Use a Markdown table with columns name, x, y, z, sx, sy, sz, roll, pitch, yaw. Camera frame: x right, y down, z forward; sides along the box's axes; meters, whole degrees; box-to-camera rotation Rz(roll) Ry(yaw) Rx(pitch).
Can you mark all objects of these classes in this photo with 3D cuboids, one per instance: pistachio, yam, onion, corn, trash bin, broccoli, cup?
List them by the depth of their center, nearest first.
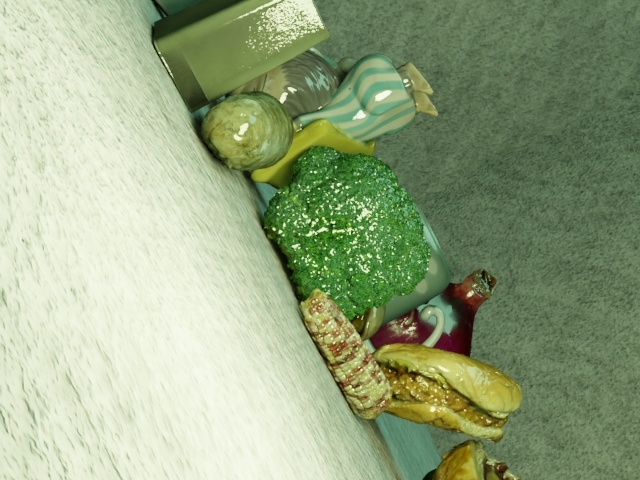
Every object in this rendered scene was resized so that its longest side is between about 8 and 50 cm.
| name | x | y | z | sx | sy | sz | roll | pitch | yaw |
| --- | --- | --- | --- | --- | --- | --- | --- | --- | --- |
| trash bin | -0.122 | -0.318 | 1.585 | 0.122 | 0.240 | 0.164 | 63 | 2 | -26 |
| yam | -0.115 | -0.169 | 1.590 | 0.133 | 0.133 | 0.330 | 63 | 7 | -3 |
| corn | 0.040 | 0.179 | 1.639 | 0.237 | 0.079 | 0.079 | 60 | 4 | -17 |
| broccoli | 0.037 | -0.001 | 1.767 | 0.307 | 0.275 | 0.308 | 18 | 57 | -29 |
| pistachio | 0.064 | 0.138 | 2.047 | 0.129 | 0.131 | 0.206 | 18 | 12 | -1 |
| cup | 0.152 | 0.095 | 2.294 | 0.357 | 0.274 | 0.259 | 62 | 4 | -3 |
| onion | 0.279 | 0.195 | 2.633 | 0.348 | 0.385 | 0.348 | 47 | 18 | -21 |

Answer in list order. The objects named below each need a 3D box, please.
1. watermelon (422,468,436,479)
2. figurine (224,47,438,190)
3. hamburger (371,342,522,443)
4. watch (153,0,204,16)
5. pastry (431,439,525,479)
| name | x | y | z | sx | sy | sz | roll | pitch | yaw |
| --- | --- | --- | --- | --- | --- | --- | --- | --- | --- |
| watermelon | 0.244 | 0.503 | 2.043 | 0.109 | 0.109 | 0.109 | 63 | 3 | -6 |
| figurine | -0.032 | -0.314 | 1.922 | 0.378 | 0.361 | 0.266 | 62 | 3 | 16 |
| hamburger | 0.208 | 0.262 | 1.838 | 0.259 | 0.145 | 0.283 | 13 | -1 | 40 |
| watch | -0.246 | -0.511 | 1.880 | 0.253 | 0.161 | 0.241 | 49 | 11 | -46 |
| pastry | 0.266 | 0.496 | 1.845 | 0.237 | 0.170 | 0.256 | 47 | 33 | -39 |
